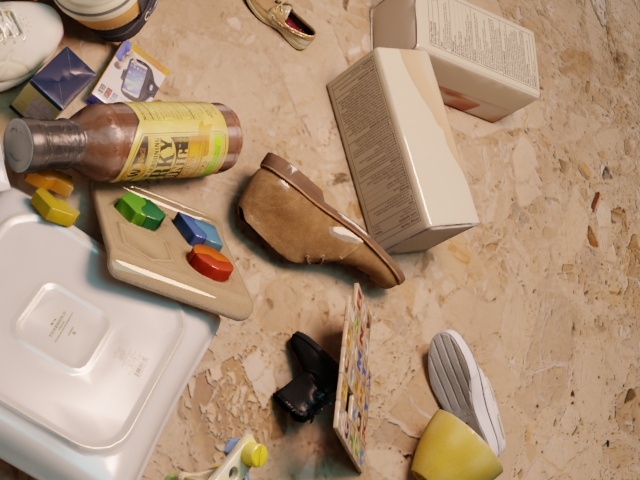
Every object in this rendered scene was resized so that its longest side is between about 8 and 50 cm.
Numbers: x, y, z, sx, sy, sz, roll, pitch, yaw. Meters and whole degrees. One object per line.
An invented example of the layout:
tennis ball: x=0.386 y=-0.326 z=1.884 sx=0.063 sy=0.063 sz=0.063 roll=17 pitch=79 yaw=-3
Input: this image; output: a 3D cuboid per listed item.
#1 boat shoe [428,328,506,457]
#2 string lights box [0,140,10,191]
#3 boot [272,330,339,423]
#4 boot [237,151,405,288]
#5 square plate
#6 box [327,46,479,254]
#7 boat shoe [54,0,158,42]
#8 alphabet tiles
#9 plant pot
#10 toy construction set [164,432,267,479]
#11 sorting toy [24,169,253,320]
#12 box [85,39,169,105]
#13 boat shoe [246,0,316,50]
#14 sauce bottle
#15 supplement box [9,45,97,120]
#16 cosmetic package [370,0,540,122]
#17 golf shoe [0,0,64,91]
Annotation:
boat shoe: x=0.236 y=0.248 z=1.736 sx=0.075 sy=0.083 sz=0.226 roll=-17 pitch=93 yaw=-53
string lights box: x=-0.511 y=-0.100 z=1.278 sx=0.259 sy=0.076 sz=0.133 roll=-14 pitch=98 yaw=-40
boot: x=-0.027 y=0.198 z=1.560 sx=0.099 sy=0.045 sz=0.121 roll=-41 pitch=64 yaw=-19
boot: x=0.000 y=0.000 z=1.662 sx=0.305 sy=0.112 sz=0.115 roll=38 pitch=82 yaw=-24
square plate: x=-0.314 y=0.111 z=1.304 sx=0.344 sy=0.049 sz=0.347 roll=32 pitch=43 yaw=-8
box: x=0.133 y=-0.144 z=1.776 sx=0.121 sy=0.148 sz=0.311 roll=-5 pitch=75 yaw=-39
boat shoe: x=-0.293 y=-0.518 z=1.591 sx=0.186 sy=0.156 sz=0.500 roll=0 pitch=70 yaw=7
alphabet tiles: x=0.052 y=0.193 z=1.566 sx=0.198 sy=0.009 sz=0.237 roll=66 pitch=27 yaw=-58
plant pot: x=0.194 y=0.337 z=1.633 sx=0.095 sy=0.134 sz=0.134 roll=-44 pitch=100 yaw=-16
toy construction set: x=-0.194 y=0.377 z=1.286 sx=0.327 sy=0.151 sz=0.215 roll=-15 pitch=104 yaw=-33
sorting toy: x=-0.237 y=-0.016 z=1.432 sx=0.307 sy=0.041 sz=0.229 roll=23 pitch=24 yaw=-29
box: x=-0.281 y=-0.220 z=1.566 sx=0.081 sy=0.028 sz=0.136 roll=36 pitch=51 yaw=-21
boat shoe: x=-0.062 y=-0.374 z=1.791 sx=0.135 sy=0.045 sz=0.050 roll=36 pitch=52 yaw=-20
sauce bottle: x=-0.262 y=-0.133 z=1.469 sx=0.344 sy=0.111 sz=0.111 roll=-9 pitch=76 yaw=-45
supplement box: x=-0.360 y=-0.202 z=1.458 sx=0.056 sy=0.083 sz=0.083 roll=44 pitch=50 yaw=-13
cosmetic package: x=0.244 y=-0.338 z=1.958 sx=0.296 sy=0.129 sz=0.153 roll=17 pitch=62 yaw=-32
golf shoe: x=-0.442 y=-0.255 z=1.384 sx=0.306 sy=0.140 sz=0.115 roll=-31 pitch=90 yaw=-43
